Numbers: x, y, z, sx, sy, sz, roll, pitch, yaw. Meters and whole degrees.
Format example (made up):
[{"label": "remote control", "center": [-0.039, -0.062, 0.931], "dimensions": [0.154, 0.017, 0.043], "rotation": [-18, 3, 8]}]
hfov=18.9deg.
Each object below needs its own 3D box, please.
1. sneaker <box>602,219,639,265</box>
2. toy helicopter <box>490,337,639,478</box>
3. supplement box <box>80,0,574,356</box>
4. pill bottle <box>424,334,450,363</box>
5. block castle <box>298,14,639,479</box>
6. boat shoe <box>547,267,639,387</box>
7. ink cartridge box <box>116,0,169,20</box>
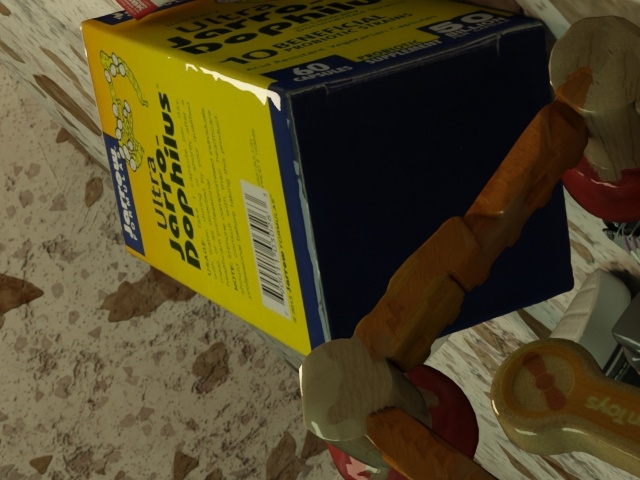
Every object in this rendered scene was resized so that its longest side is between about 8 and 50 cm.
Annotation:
[{"label": "sneaker", "center": [0.223, -0.009, 1.369], "dimensions": [0.069, 0.038, 0.098], "rotation": [40, 170, 11]}, {"label": "toy helicopter", "center": [0.252, 0.160, 1.256], "dimensions": [0.355, 0.235, 0.140], "rotation": [20, 158, 39]}, {"label": "supplement box", "center": [-0.006, -0.067, 1.372], "dimensions": [0.356, 0.194, 0.195], "rotation": [24, 128, 59]}, {"label": "pill bottle", "center": [0.000, 0.000, 1.941], "dimensions": [0.318, 0.176, 0.176], "rotation": [43, 171, 1]}, {"label": "block castle", "center": [0.241, 0.116, 0.994], "dimensions": [0.453, 0.303, 0.213], "rotation": [36, 177, 21]}, {"label": "boat shoe", "center": [0.249, 0.105, 1.626], "dimensions": [0.119, 0.121, 0.335], "rotation": [34, -179, 7]}, {"label": "ink cartridge box", "center": [-0.091, -0.226, 1.372], "dimensions": [0.056, 0.099, 0.135], "rotation": [45, 145, -18]}]
